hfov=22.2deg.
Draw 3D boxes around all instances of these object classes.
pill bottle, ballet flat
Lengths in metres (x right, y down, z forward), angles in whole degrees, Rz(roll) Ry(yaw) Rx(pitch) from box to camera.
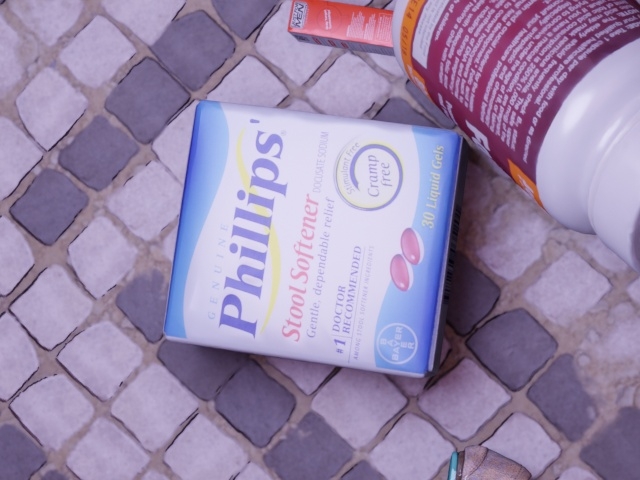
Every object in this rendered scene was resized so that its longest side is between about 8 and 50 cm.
[{"bbox_3d":[0.260,-0.147,1.617,0.224,0.224,0.392,-44,49,4],"label":"pill bottle"},{"bbox_3d":[0.167,0.381,1.747,0.106,0.107,0.316,11,90,3],"label":"ballet flat"}]

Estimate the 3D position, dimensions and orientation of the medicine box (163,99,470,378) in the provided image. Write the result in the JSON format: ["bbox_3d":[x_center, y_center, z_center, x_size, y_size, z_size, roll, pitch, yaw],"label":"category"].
[{"bbox_3d":[0.000,0.000,1.770,0.289,0.149,0.263,7,88,9],"label":"medicine box"}]

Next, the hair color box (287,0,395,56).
[{"bbox_3d":[0.040,-0.236,1.816,0.141,0.072,0.043,9,89,9],"label":"hair color box"}]
